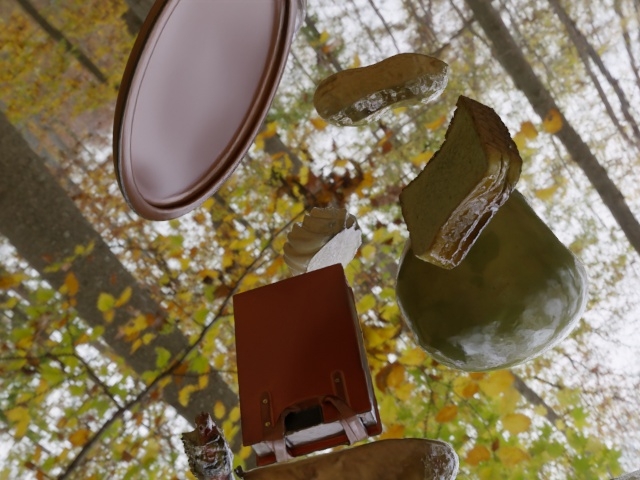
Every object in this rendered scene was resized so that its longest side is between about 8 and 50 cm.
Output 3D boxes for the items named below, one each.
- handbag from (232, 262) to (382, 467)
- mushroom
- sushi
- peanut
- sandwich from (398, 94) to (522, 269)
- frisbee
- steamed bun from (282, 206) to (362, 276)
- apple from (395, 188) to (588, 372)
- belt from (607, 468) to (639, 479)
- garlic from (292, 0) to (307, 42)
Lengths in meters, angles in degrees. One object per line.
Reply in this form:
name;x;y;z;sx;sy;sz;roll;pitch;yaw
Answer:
handbag;-0.018;0.120;0.741;0.127;0.063;0.190;-17;-136;5
mushroom;0.080;0.521;1.350;0.397;0.224;0.314;-16;-112;4
sushi;-0.242;0.457;1.606;0.103;0.226;0.097;-12;-152;-8
peanut;0.120;-0.284;1.431;0.274;0.125;0.111;-15;-119;-5
sandwich;0.203;-0.082;1.112;0.186;0.065;0.215;-96;-150;-47
frisbee;-0.088;-0.129;0.609;0.021;0.251;0.251;26;-116;13
steamed bun;0.000;0.000;1.532;0.183;0.183;0.106;-45;-117;-6
apple;0.312;0.075;1.407;0.357;0.357;0.357;-28;-146;21
belt;0.426;0.486;1.003;0.173;0.437;0.300;-7;-134;-23
garlic;-0.150;-0.433;1.473;0.257;0.207;0.207;-52;-168;53
